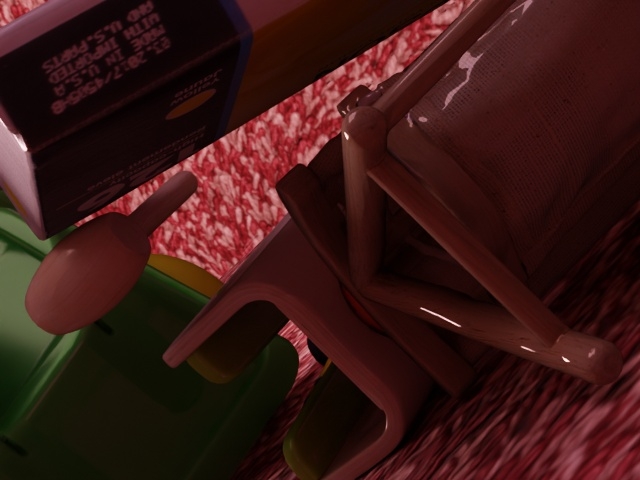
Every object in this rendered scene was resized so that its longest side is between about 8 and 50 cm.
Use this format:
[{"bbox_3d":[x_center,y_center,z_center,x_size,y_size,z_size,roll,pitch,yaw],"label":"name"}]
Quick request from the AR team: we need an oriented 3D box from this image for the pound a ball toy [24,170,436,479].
[{"bbox_3d":[0.000,0.000,1.070,0.136,0.208,0.319,-41,5,36],"label":"pound a ball toy"}]

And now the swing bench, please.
[{"bbox_3d":[0.124,-0.068,0.872,0.253,0.165,0.255,-46,4,-12],"label":"swing bench"}]

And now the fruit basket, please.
[{"bbox_3d":[-0.182,0.107,1.339,0.283,0.392,0.392,-55,7,-11],"label":"fruit basket"}]

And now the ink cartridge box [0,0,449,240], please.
[{"bbox_3d":[-0.030,-0.108,0.929,0.304,0.072,0.307,-32,-6,-10],"label":"ink cartridge box"}]

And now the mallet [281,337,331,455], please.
[{"bbox_3d":[0.010,0.092,1.270,0.062,0.039,0.189,-46,8,21],"label":"mallet"}]
